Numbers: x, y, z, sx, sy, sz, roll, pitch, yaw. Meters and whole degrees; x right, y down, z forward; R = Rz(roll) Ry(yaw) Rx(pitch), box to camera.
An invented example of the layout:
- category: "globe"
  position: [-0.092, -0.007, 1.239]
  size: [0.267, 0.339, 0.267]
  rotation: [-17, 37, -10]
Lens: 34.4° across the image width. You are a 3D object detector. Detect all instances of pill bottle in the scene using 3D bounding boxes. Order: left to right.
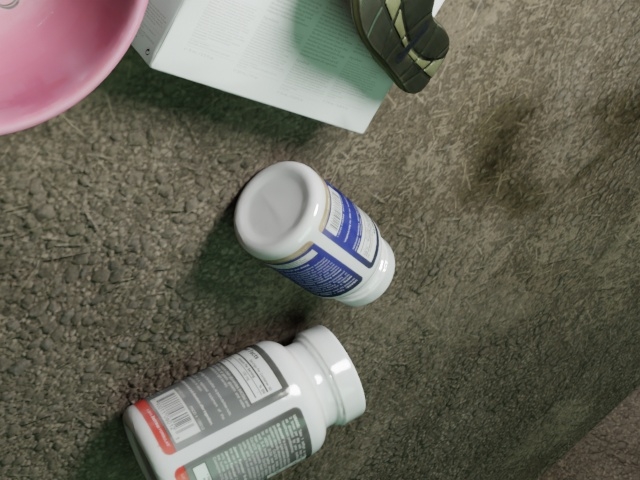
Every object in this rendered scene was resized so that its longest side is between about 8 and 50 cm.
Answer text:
- category: "pill bottle"
  position: [-0.121, 0.293, 1.700]
  size: [0.363, 0.210, 0.210]
  rotation: [-25, 139, -19]
- category: "pill bottle"
  position: [0.000, 0.000, 1.567]
  size: [0.153, 0.153, 0.265]
  rotation: [-46, 141, 6]

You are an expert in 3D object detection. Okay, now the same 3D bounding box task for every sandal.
- category: "sandal"
  position: [0.085, -0.279, 1.287]
  size: [0.120, 0.086, 0.303]
  rotation: [-46, 157, -5]

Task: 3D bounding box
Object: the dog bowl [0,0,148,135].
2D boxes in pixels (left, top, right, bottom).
- category: "dog bowl"
  position: [-0.349, -0.278, 1.019]
  size: [0.408, 0.150, 0.408]
  rotation: [-23, 138, -22]

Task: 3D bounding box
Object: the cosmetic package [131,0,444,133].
- category: "cosmetic package"
  position: [-0.020, -0.311, 1.299]
  size: [0.377, 0.097, 0.284]
  rotation: [12, 120, -45]
